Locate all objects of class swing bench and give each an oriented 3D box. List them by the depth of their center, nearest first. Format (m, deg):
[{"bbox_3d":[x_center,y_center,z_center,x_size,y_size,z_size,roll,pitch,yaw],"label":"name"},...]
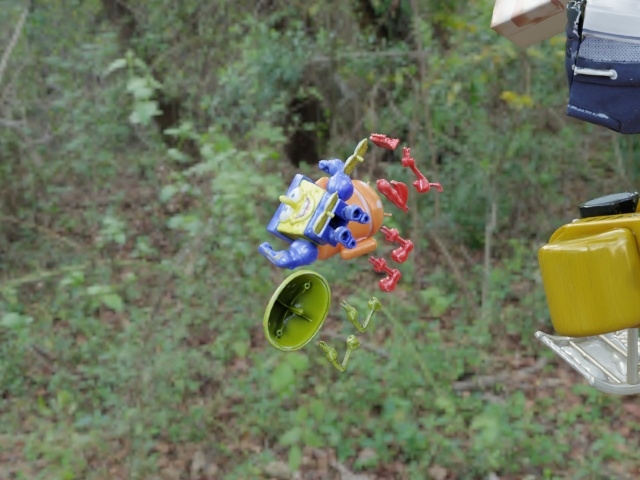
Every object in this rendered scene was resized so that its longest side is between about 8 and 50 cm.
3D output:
[{"bbox_3d":[0.537,0.123,1.881,0.165,0.255,0.253,11,13,-14],"label":"swing bench"}]

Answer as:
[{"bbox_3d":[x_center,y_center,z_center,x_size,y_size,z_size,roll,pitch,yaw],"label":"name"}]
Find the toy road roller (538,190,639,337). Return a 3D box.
[{"bbox_3d":[0.465,0.043,1.488,0.240,0.203,0.329,-19,8,-38],"label":"toy road roller"}]

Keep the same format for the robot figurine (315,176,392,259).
[{"bbox_3d":[0.032,-0.044,2.064,0.219,0.128,0.158,-25,28,-25],"label":"robot figurine"}]

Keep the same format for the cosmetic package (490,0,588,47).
[{"bbox_3d":[0.593,-0.627,2.700,0.129,0.153,0.296,24,-21,-27],"label":"cosmetic package"}]

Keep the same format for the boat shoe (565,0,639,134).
[{"bbox_3d":[0.472,-0.208,1.319,0.340,0.158,0.127,13,30,16],"label":"boat shoe"}]

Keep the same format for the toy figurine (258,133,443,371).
[{"bbox_3d":[0.000,0.000,1.653,0.191,0.363,0.217,31,-6,-36],"label":"toy figurine"}]
